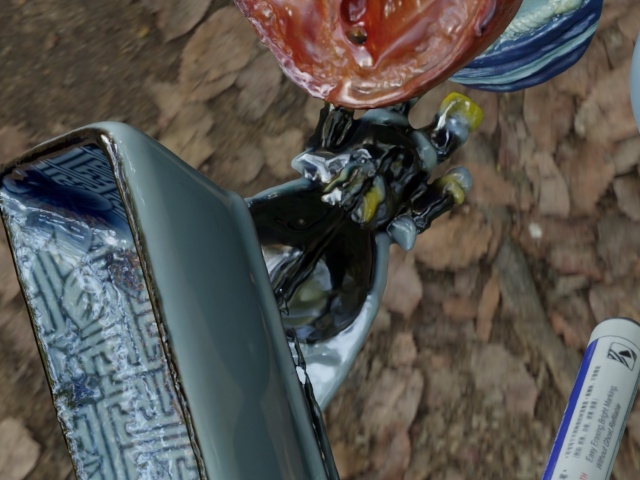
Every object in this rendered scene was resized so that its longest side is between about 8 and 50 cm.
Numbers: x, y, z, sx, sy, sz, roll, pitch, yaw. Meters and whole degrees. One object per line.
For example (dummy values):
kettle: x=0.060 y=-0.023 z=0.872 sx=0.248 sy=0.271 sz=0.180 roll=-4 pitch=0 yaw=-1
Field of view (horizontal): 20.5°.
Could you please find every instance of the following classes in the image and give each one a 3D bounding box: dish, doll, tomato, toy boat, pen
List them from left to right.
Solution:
dish: x=-0.056 y=0.066 z=0.770 sx=0.080 sy=0.182 sz=0.243 roll=-16 pitch=93 yaw=-26
doll: x=-0.004 y=-0.003 z=1.291 sx=0.145 sy=0.103 sz=0.316 roll=43 pitch=75 yaw=-19
tomato: x=0.042 y=-0.201 z=1.111 sx=0.228 sy=0.101 sz=0.228 roll=22 pitch=129 yaw=31
toy boat: x=0.089 y=-0.215 z=1.468 sx=0.291 sy=0.070 sz=0.210 roll=26 pitch=147 yaw=-18
pen: x=0.088 y=0.090 z=0.630 sx=0.025 sy=0.204 sz=0.025 roll=10 pitch=123 yaw=16

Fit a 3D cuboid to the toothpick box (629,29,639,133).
toothpick box: x=0.316 y=-0.152 z=1.004 sx=0.263 sy=0.263 sz=0.354 roll=21 pitch=69 yaw=1
